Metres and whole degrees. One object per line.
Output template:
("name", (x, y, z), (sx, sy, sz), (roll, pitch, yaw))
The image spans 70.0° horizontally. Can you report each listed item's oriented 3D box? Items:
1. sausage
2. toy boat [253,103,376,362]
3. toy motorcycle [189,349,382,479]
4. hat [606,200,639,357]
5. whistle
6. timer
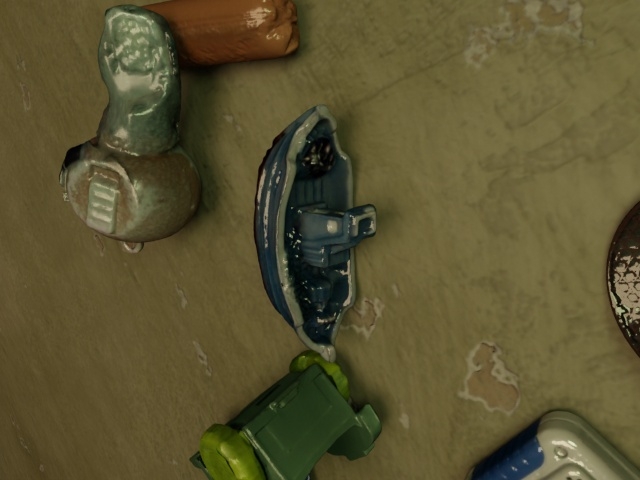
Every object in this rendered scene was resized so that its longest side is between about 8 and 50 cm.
("sausage", (-0.154, -0.276, 0.603), (0.289, 0.086, 0.086), (10, 107, 32))
("toy boat", (0.000, 0.000, 0.540), (0.143, 0.129, 0.308), (13, 110, 46))
("toy motorcycle", (-0.066, 0.315, 0.646), (0.200, 0.191, 0.326), (49, 137, 10))
("hat", (0.341, 0.037, 0.364), (0.193, 0.082, 0.192), (173, 90, -71))
("whistle", (-0.250, -0.139, 0.645), (0.189, 0.189, 0.347), (27, 118, 25))
("timer", (0.284, 0.319, 0.464), (0.253, 0.078, 0.178), (44, 120, 18))
